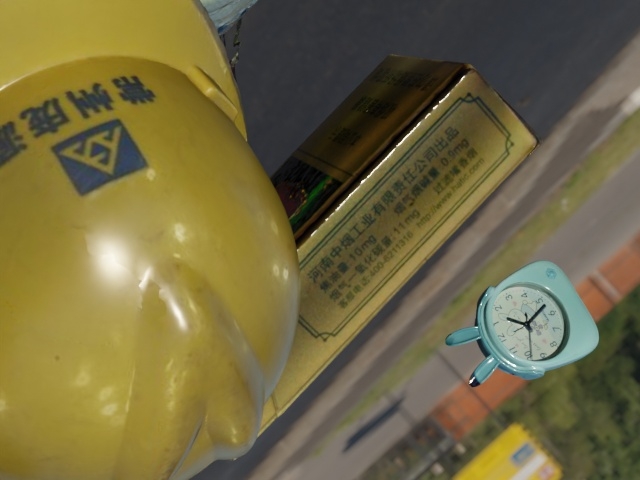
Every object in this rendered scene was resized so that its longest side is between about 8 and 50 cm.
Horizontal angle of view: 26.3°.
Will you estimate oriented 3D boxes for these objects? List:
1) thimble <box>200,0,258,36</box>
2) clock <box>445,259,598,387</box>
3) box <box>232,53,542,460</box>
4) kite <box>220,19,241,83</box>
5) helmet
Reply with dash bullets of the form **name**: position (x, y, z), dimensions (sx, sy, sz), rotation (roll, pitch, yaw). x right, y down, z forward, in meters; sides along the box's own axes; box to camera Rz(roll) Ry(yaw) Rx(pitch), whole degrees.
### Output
- **thimble**: position (-0.121, -0.260, 0.995), dimensions (0.237, 0.237, 0.150), rotation (-37, -178, -22)
- **clock**: position (0.198, 0.089, 1.366), dimensions (0.147, 0.108, 0.045), rotation (-23, 165, -25)
- **box**: position (0.000, 0.000, 0.779), dimensions (0.240, 0.071, 0.159), rotation (-46, -162, -3)
- **kite**: position (-0.108, -0.183, 1.532), dimensions (0.022, 0.360, 0.204), rotation (4, 165, -11)
- **helmet**: position (-0.082, 0.028, 0.564), dimensions (0.205, 0.140, 0.257), rotation (-26, 144, -26)
